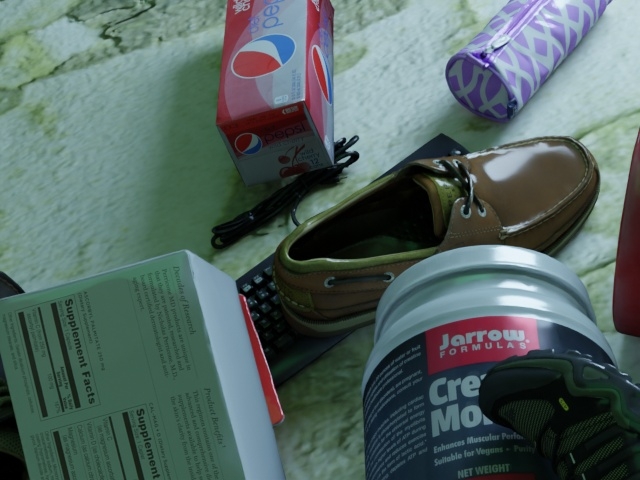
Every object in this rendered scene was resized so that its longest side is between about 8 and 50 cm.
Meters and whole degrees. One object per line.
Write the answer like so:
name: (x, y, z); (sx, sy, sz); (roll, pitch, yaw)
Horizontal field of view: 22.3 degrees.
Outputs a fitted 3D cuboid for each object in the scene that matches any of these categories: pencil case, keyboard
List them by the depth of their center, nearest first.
keyboard: (0.000, 0.000, 1.459); (0.317, 0.033, 0.201); (-36, 48, -17)
pencil case: (0.200, -0.203, 1.541); (0.086, 0.088, 0.206); (23, 58, 31)

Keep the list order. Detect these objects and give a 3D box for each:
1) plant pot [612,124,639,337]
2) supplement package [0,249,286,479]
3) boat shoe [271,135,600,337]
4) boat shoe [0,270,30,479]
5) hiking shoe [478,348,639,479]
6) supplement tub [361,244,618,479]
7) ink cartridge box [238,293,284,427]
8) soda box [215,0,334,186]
plant pot: (0.327, -0.009, 1.258); (0.174, 0.191, 0.191); (8, 51, 14)
supplement package: (-0.110, 0.159, 1.154); (0.145, 0.204, 0.261); (-15, 82, 4)
boat shoe: (0.106, -0.015, 1.367); (0.307, 0.104, 0.110); (-27, 61, -11)
boat shoe: (-0.246, 0.168, 1.177); (0.130, 0.132, 0.355); (-20, 47, 27)
hiking shoe: (0.176, 0.147, 0.983); (0.227, 0.086, 0.114); (24, 67, 36)
supplement tub: (0.126, 0.157, 1.162); (0.191, 0.191, 0.272); (-10, 47, 9)
ink cartridge box: (-0.148, 0.147, 1.322); (0.231, 0.078, 0.134); (-19, 58, -1)
soda box: (-0.040, -0.173, 1.570); (0.092, 0.083, 0.263); (-15, 40, 13)
